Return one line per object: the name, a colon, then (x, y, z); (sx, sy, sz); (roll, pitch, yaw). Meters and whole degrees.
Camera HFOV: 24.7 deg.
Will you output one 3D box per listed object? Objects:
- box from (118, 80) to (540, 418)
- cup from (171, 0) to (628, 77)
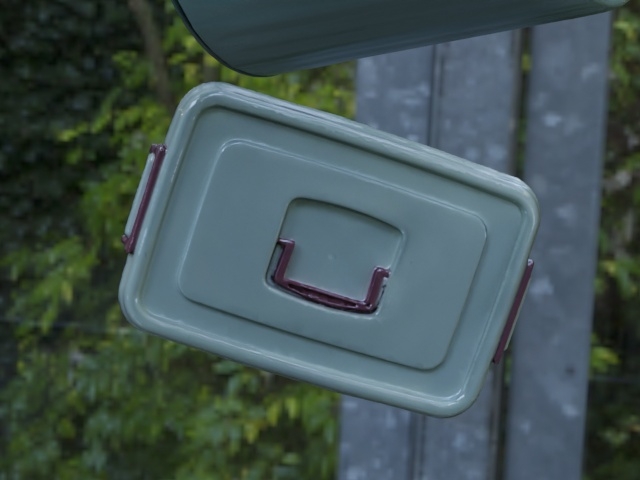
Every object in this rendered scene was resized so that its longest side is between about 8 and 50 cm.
box: (0.000, 0.000, 1.113); (0.294, 0.193, 0.167); (17, 7, -10)
cup: (0.064, -0.358, 1.298); (0.392, 0.400, 0.310); (-1, 16, 33)
